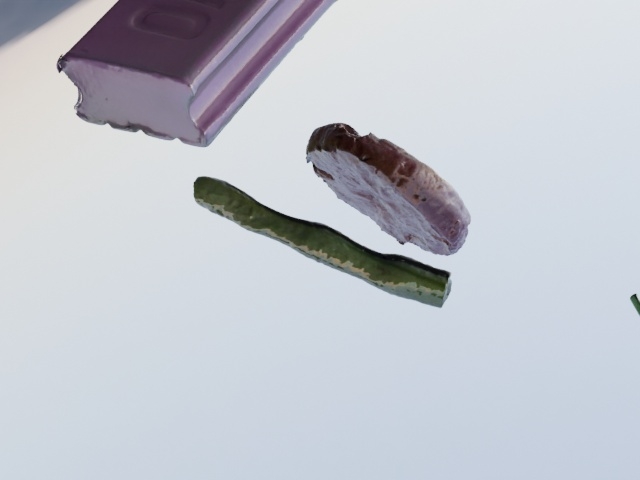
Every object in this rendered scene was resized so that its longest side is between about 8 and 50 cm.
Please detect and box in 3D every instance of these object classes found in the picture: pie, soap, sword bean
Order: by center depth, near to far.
[{"bbox_3d":[-0.083,-0.160,1.157,0.122,0.065,0.203,14,-131,28],"label":"soap"},{"bbox_3d":[0.052,-0.041,1.231,0.036,0.154,0.154,-54,-161,-13],"label":"pie"},{"bbox_3d":[-0.001,0.000,1.515,0.043,0.269,0.038,-60,172,-60],"label":"sword bean"}]

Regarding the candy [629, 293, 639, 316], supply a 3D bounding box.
[{"bbox_3d":[0.331,0.134,1.435,0.061,0.202,0.061,-21,154,-11],"label":"candy"}]
